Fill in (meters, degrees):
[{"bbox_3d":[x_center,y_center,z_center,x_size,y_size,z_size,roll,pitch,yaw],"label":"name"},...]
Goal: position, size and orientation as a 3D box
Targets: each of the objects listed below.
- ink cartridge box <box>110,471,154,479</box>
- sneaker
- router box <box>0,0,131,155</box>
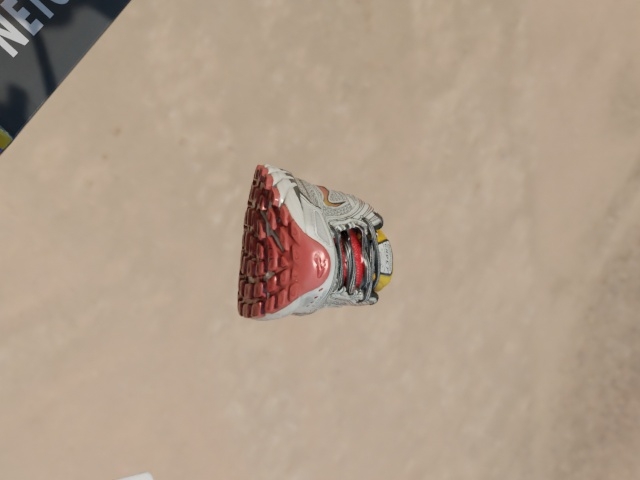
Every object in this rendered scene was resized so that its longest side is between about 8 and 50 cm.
[{"bbox_3d":[-0.107,0.242,0.756,0.100,0.237,0.172,-38,162,29],"label":"ink cartridge box"},{"bbox_3d":[0.000,0.000,0.978,0.225,0.092,0.088,-91,-172,-84],"label":"sneaker"},{"bbox_3d":[-0.227,-0.073,0.972,0.243,0.081,0.309,-41,-167,27],"label":"router box"}]
